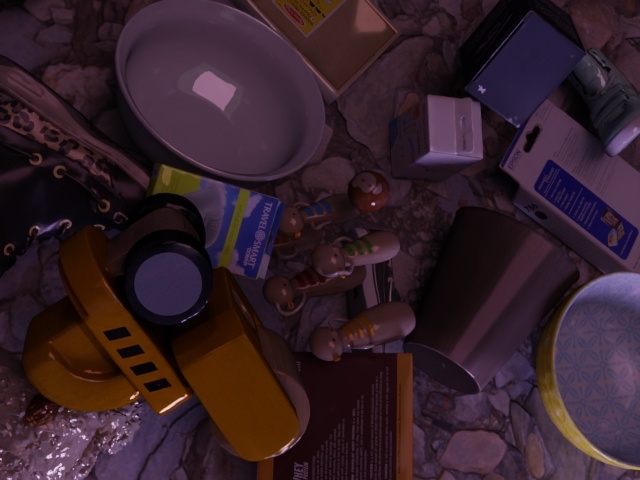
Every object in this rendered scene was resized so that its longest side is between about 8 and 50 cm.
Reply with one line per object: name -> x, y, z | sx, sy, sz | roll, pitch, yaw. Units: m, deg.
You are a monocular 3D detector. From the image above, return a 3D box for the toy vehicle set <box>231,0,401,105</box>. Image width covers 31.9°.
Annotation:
toy vehicle set -> -0.021, -0.355, 1.688 | 0.267, 0.035, 0.166 | 47, 64, -5

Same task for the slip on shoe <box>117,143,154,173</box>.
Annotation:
slip on shoe -> -0.280, -0.111, 1.511 | 0.135, 0.041, 0.051 | 18, 108, -13

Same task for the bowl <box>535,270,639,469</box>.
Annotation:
bowl -> 0.424, 0.199, 1.662 | 0.290, 0.156, 0.289 | 6, 75, -22

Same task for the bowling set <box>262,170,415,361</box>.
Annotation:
bowling set -> 0.000, 0.000, 1.454 | 0.154, 0.287, 0.199 | -15, 127, -32

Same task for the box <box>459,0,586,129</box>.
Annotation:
box -> 0.299, -0.285, 1.688 | 0.108, 0.153, 0.207 | 34, 26, -13

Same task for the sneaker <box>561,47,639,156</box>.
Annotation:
sneaker -> 0.440, -0.226, 1.768 | 0.151, 0.094, 0.256 | 44, 22, -6

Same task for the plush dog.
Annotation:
plush dog -> -0.352, 0.265, 1.316 | 0.263, 0.210, 0.225 | 17, 97, -16

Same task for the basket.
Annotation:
basket -> 0.228, 0.093, 1.613 | 0.204, 0.154, 0.227 | 29, 70, 16

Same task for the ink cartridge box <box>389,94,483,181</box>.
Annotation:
ink cartridge box -> 0.174, -0.153, 1.657 | 0.090, 0.143, 0.092 | 4, 74, -22

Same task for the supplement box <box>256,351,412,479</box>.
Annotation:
supplement box -> 0.023, 0.248, 1.454 | 0.194, 0.129, 0.191 | 0, 74, 5

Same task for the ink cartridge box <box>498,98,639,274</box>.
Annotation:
ink cartridge box -> 0.426, -0.072, 1.788 | 0.333, 0.065, 0.165 | 38, 65, -11

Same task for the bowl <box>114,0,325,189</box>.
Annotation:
bowl -> -0.153, -0.172, 1.509 | 0.298, 0.134, 0.297 | 15, 53, -21

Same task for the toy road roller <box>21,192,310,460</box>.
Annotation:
toy road roller -> -0.186, 0.125, 1.277 | 0.241, 0.202, 0.329 | -32, 110, 2

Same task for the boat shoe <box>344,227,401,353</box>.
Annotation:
boat shoe -> 0.082, 0.087, 1.591 | 0.070, 0.078, 0.219 | 3, 73, -21

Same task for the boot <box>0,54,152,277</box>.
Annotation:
boot -> -0.351, -0.014, 1.389 | 0.377, 0.138, 0.284 | 43, 76, -19

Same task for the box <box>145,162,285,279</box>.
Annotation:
box -> -0.132, -0.020, 1.383 | 0.178, 0.042, 0.109 | 16, 91, -22
